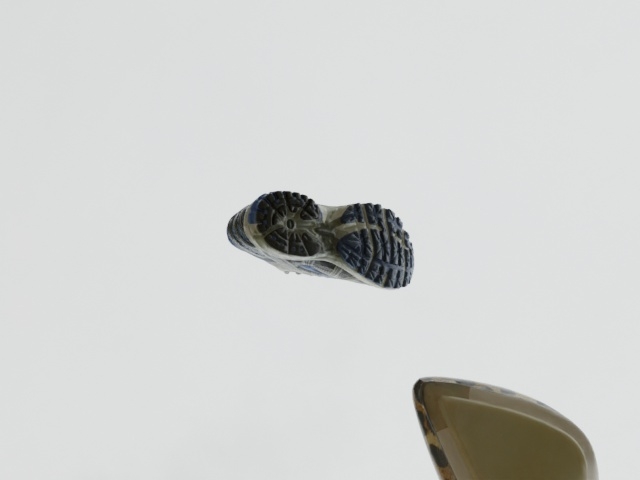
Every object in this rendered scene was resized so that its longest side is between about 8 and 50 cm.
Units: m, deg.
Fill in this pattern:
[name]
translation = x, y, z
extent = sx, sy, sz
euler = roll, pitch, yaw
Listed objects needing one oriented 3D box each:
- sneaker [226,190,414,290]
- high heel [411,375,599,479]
[sneaker]
translation = 0.000, 0.000, 1.031
extent = 0.058, 0.135, 0.052
euler = -13, -116, 50
[high heel]
translation = 0.109, 0.156, 1.047
extent = 0.093, 0.261, 0.186
euler = -53, -154, -12
